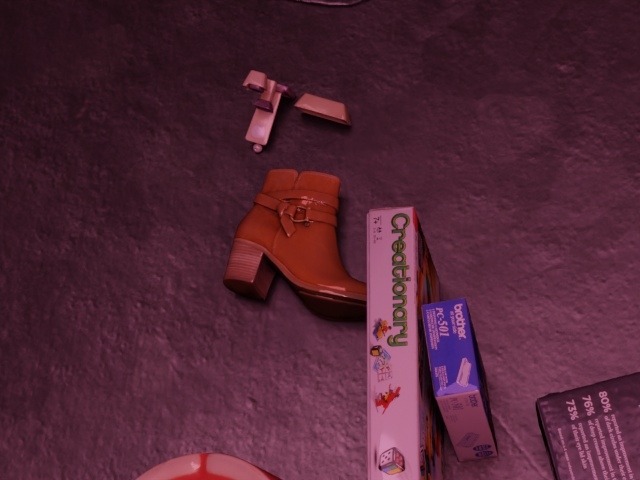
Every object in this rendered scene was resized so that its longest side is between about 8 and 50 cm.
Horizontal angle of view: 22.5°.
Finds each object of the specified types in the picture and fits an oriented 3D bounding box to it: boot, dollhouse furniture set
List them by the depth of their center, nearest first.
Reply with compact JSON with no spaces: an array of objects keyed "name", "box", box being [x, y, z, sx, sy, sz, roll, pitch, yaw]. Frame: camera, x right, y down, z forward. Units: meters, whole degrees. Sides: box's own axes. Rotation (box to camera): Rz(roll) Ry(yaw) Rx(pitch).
[{"name":"boot","box":[0.000,0.000,1.769,0.197,0.073,0.152,15,66,15]},{"name":"dollhouse furniture set","box":[-0.032,-0.133,1.836,0.114,0.091,0.081,17,86,15]}]

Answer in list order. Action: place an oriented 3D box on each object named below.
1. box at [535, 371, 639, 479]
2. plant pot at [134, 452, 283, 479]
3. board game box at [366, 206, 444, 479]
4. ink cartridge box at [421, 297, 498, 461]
[{"name":"box","box":[0.330,0.214,1.579,0.207,0.108,0.153,-14,64,5]},{"name":"plant pot","box":[-0.081,0.335,1.514,0.275,0.243,0.275,-10,57,16]},{"name":"board game box","box":[0.087,0.144,1.616,0.053,0.193,0.305,-4,66,11]},{"name":"ink cartridge box","box":[0.140,0.142,1.596,0.046,0.207,0.097,-10,65,7]}]
